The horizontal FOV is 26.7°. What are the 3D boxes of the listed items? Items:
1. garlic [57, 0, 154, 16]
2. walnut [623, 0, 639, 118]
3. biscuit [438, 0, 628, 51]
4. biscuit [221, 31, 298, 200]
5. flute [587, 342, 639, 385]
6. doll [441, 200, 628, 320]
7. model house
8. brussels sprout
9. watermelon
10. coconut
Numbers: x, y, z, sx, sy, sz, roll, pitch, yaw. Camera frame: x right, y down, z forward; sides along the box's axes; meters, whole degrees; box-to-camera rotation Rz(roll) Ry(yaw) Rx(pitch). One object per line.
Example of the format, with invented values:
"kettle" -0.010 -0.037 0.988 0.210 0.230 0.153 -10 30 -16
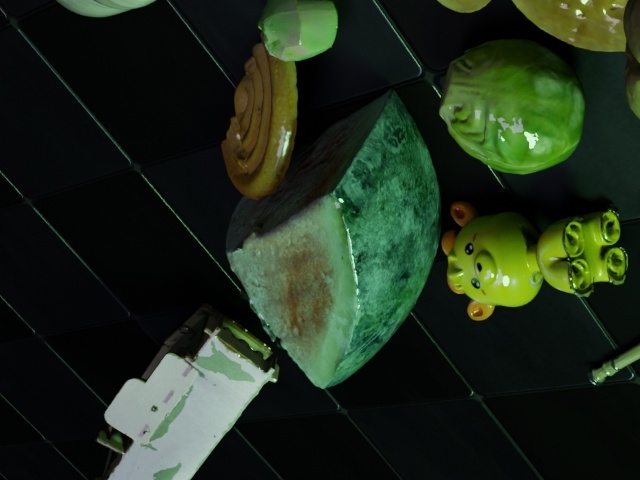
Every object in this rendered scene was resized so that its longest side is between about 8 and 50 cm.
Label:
"garlic" -0.176 -0.340 1.372 0.207 0.207 0.257 28 112 3
"walnut" 0.389 -0.147 1.091 0.282 0.283 0.227 15 126 19
"biscuit" 0.195 -0.301 1.221 0.354 0.052 0.275 25 144 3
"biscuit" -0.070 -0.126 1.540 0.033 0.145 0.224 -2 146 -22
"flute" 0.395 0.121 1.595 0.027 0.027 0.233 36 143 -8
"doll" 0.224 0.017 1.527 0.220 0.135 0.143 -8 97 47
"model house" -0.199 0.215 1.965 0.169 0.244 0.326 34 109 -7
"brussels sprout" 0.194 -0.134 1.362 0.155 0.118 0.155 12 144 9
"watermelon" 0.000 0.000 1.590 0.258 0.228 0.387 24 138 24
"coconut" -0.027 -0.229 1.432 0.083 0.081 0.082 69 152 24
